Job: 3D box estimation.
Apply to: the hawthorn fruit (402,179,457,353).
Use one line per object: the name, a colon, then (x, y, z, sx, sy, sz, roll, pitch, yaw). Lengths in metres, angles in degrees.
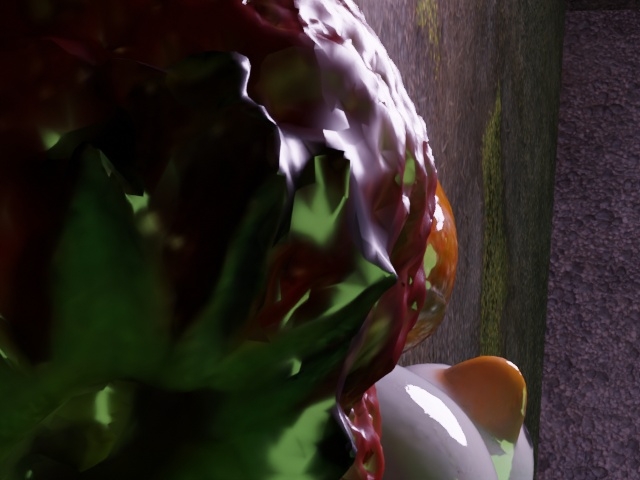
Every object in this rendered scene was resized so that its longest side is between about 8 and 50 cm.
hawthorn fruit: (0.000, 0.000, 0.955, 0.173, 0.173, 0.173, 1, 90, -76)

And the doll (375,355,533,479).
doll: (0.028, 0.165, 0.913, 0.251, 0.221, 0.221, -51, 171, 12)

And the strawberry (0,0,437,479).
strawberry: (-0.086, -0.002, 0.508, 0.288, 0.239, 0.250, -106, -149, -56)
